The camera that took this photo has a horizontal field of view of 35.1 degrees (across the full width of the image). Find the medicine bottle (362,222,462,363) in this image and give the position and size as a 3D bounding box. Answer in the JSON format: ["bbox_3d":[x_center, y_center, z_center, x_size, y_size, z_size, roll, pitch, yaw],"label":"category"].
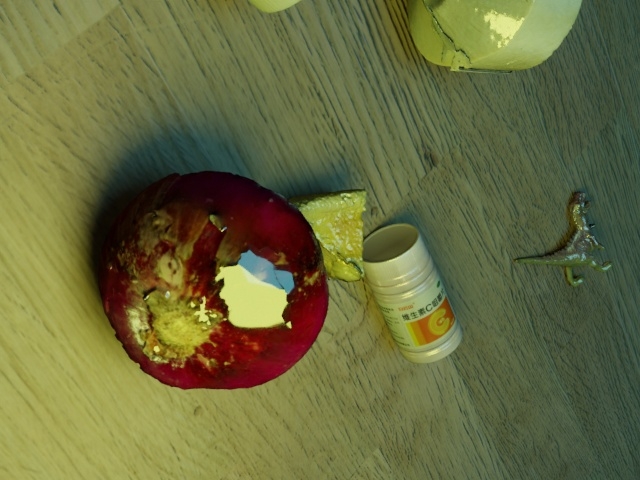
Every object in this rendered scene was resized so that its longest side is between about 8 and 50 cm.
[{"bbox_3d":[0.170,0.101,1.909,0.133,0.133,0.249,-40,121,-27],"label":"medicine bottle"}]

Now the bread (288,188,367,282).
[{"bbox_3d":[0.000,0.000,1.738,0.169,0.140,0.160,-11,94,-34],"label":"bread"}]

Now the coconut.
[{"bbox_3d":[0.303,-0.444,1.811,0.323,0.323,0.323,-9,105,-39],"label":"coconut"}]

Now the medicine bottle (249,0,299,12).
[{"bbox_3d":[-0.152,-0.517,1.449,0.384,0.224,0.224,38,74,-38],"label":"medicine bottle"}]

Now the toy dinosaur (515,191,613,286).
[{"bbox_3d":[0.554,0.025,2.276,0.251,0.072,0.200,-43,114,-11],"label":"toy dinosaur"}]

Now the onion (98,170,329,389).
[{"bbox_3d":[-0.143,0.036,1.550,0.385,0.348,0.347,-61,140,-60],"label":"onion"}]
